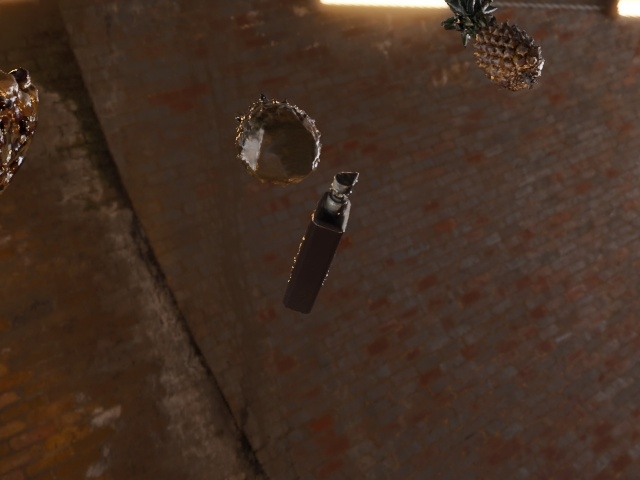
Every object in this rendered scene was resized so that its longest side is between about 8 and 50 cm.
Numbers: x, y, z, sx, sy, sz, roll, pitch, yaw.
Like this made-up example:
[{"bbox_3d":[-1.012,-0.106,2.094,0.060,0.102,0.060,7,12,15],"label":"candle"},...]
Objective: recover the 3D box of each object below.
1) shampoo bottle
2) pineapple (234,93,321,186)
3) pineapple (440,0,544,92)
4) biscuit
[{"bbox_3d":[0.000,0.000,1.326,0.071,0.310,0.098,21,-138,1],"label":"shampoo bottle"},{"bbox_3d":[-0.062,-0.135,0.913,0.108,0.108,0.198,5,-161,-16],"label":"pineapple"},{"bbox_3d":[0.257,-0.292,1.054,0.103,0.083,0.221,8,-138,-38],"label":"pineapple"},{"bbox_3d":[-0.481,-0.102,1.008,0.081,0.334,0.290,31,-119,-13],"label":"biscuit"}]
